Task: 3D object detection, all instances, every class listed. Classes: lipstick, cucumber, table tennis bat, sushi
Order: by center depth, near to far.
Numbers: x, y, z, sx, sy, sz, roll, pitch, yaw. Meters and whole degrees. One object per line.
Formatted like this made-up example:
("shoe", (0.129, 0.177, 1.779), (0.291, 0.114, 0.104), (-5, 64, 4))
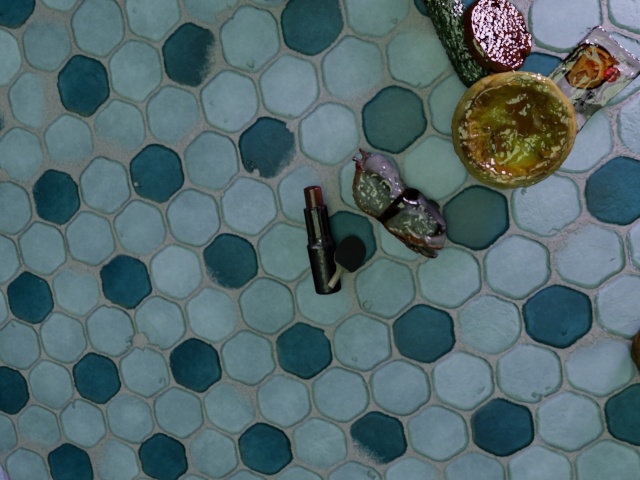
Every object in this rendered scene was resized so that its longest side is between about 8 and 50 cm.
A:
("cucumber", (0.324, -0.522, 1.444), (0.096, 0.096, 0.359), (-25, 96, 16))
("sushi", (0.198, -0.097, 1.536), (0.332, 0.124, 0.130), (39, 117, 2))
("table tennis bat", (0.066, 0.060, 1.608), (0.087, 0.013, 0.156), (40, 75, -22))
("lipstick", (0.000, 0.000, 1.620), (0.081, 0.081, 0.299), (-7, 99, 14))

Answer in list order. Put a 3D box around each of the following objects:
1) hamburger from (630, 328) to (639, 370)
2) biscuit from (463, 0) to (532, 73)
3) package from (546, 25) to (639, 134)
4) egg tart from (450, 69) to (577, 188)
("hamburger", (0.865, 0.233, 1.399), (0.132, 0.211, 0.309), (34, 105, 0))
("biscuit", (0.414, -0.481, 1.407), (0.192, 0.049, 0.192), (6, 74, -21))
("package", (0.626, -0.372, 1.429), (0.154, 0.030, 0.239), (45, 110, 8))
("egg tart", (0.459, -0.267, 1.434), (0.290, 0.115, 0.290), (4, 112, 9))
